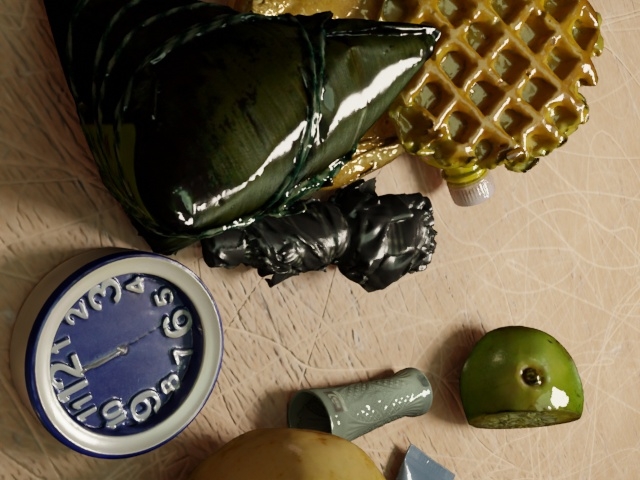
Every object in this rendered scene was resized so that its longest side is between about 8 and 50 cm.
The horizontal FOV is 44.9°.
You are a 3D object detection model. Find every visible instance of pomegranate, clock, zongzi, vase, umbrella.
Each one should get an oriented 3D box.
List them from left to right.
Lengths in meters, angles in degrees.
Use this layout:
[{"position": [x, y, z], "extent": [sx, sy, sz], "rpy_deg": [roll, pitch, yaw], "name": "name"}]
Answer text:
[{"position": [-0.225, 0.123, 0.874], "extent": [0.230, 0.083, 0.231], "rpy_deg": [-8, 103, -37], "name": "clock"}, {"position": [-0.149, -0.165, 0.754], "extent": [0.319, 0.383, 0.362], "rpy_deg": [-38, 105, -34], "name": "zongzi"}, {"position": [-0.034, 0.395, 0.899], "extent": [0.342, 0.342, 0.343], "rpy_deg": [-6, 100, -38], "name": "pomegranate"}, {"position": [0.003, 0.012, 1.023], "extent": [0.336, 0.128, 0.155], "rpy_deg": [-18, 91, -30], "name": "umbrella"}, {"position": [0.066, 0.239, 1.116], "extent": [0.219, 0.096, 0.096], "rpy_deg": [-7, 100, -41], "name": "vase"}, {"position": [0.342, 0.228, 1.280], "extent": [0.240, 0.189, 0.159], "rpy_deg": [22, 58, -37], "name": "pomegranate"}]

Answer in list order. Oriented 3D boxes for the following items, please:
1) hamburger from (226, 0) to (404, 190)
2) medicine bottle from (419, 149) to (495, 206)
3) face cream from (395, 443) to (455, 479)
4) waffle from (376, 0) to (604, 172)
[{"position": [-0.001, -0.213, 0.956], "extent": [0.318, 0.158, 0.319], "rpy_deg": [-7, 101, -39], "name": "hamburger"}, {"position": [0.195, -0.155, 1.145], "extent": [0.122, 0.121, 0.213], "rpy_deg": [-40, 118, -28], "name": "medicine bottle"}, {"position": [0.102, 0.516, 1.188], "extent": [0.135, 0.086, 0.385], "rpy_deg": [41, 66, -35], "name": "face cream"}, {"position": [0.216, -0.231, 0.942], "extent": [0.324, 0.068, 0.302], "rpy_deg": [-7, 96, -17], "name": "waffle"}]
